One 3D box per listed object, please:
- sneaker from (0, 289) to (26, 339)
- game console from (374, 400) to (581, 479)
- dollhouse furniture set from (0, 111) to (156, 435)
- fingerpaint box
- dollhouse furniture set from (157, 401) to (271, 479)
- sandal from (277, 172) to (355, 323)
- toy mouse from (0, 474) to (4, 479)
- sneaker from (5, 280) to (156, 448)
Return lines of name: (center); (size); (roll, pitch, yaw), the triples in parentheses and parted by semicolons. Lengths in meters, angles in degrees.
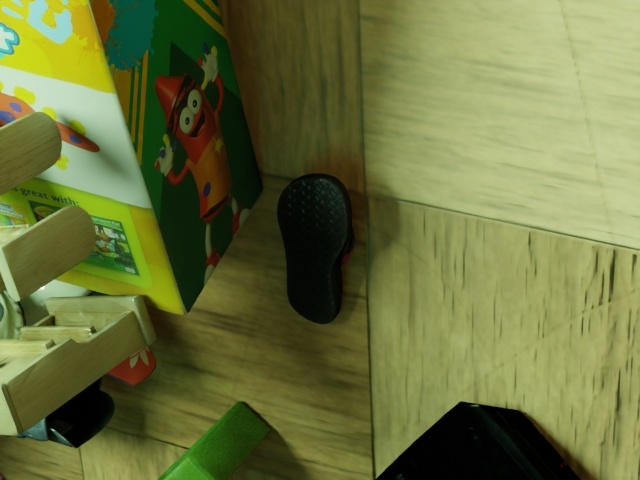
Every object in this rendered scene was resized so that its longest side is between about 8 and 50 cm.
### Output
sneaker: (-0.352, 0.054, 1.567); (0.275, 0.110, 0.107); (22, 103, 56)
game console: (0.198, 0.314, 1.534); (0.361, 0.044, 0.213); (48, 130, 8)
dollhouse furniture set: (-0.253, 0.006, 1.378); (0.212, 0.161, 0.242); (-2, 113, 39)
fingerpaint box: (-0.299, -0.164, 1.424); (0.445, 0.163, 0.371); (13, 142, 23)
dollhouse furniture set: (-0.114, 0.328, 1.593); (0.197, 0.301, 0.151); (45, 133, -1)
sandal: (0.000, 0.000, 1.493); (0.067, 0.040, 0.179); (28, 145, 19)
toy mouse: (-0.362, 0.288, 1.893); (0.143, 0.031, 0.161); (17, 127, 21)
sneaker: (-0.292, 0.150, 1.695); (0.350, 0.131, 0.148); (-33, 96, 40)
